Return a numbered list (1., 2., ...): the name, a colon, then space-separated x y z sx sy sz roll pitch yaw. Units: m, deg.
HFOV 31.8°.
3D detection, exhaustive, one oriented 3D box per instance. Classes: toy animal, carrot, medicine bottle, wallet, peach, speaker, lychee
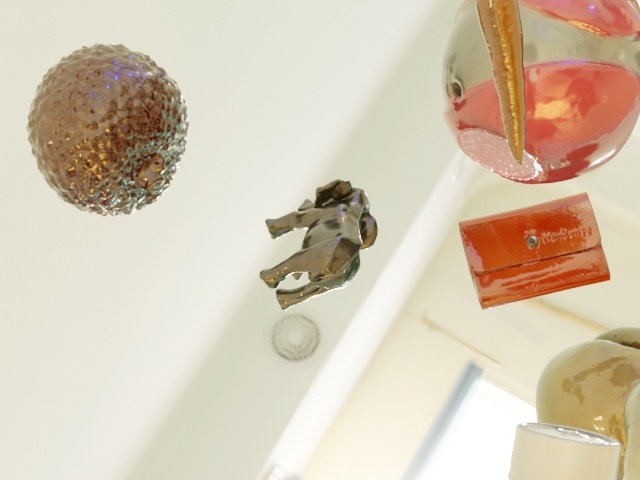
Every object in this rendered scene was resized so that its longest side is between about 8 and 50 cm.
1. toy animal: 0.003 0.003 1.573 0.146 0.114 0.245 -28 38 20
2. carrot: 0.210 -0.186 1.258 0.048 0.048 0.216 -38 -60 -57
3. medicine bottle: 0.251 0.323 1.211 0.139 0.139 0.236 10 -90 -75
4. wallet: 0.323 0.015 1.700 0.045 0.204 0.142 72 -175 -76
5. peach: 0.490 0.269 1.769 0.292 0.292 0.247 -36 -31 -58
6. speaker: 0.291 -0.228 1.469 0.294 0.294 0.294 -55 -16 -24
7. lychee: -0.327 -0.168 1.735 0.260 0.261 0.260 -55 -16 -24

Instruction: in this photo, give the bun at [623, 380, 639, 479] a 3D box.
1. bun: 0.527 0.295 1.509 0.273 0.273 0.168 -52 -10 -32
